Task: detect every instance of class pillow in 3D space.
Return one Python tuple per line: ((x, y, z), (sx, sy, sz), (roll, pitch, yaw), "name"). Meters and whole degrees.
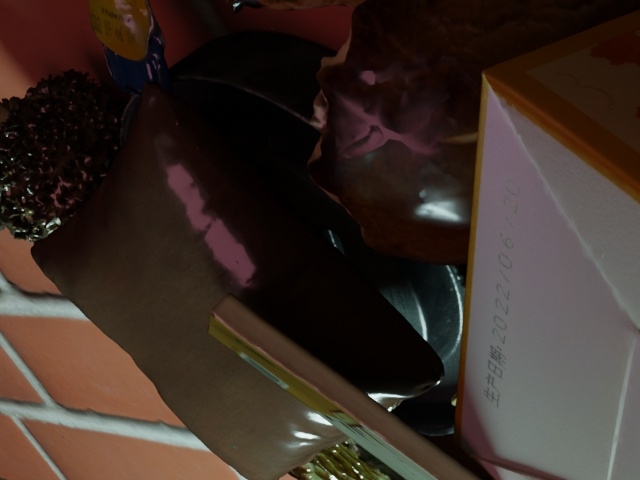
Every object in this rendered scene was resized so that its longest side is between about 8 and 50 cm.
((-0.081, 0.051, 1.164), (0.305, 0.108, 0.308), (46, 143, -1), "pillow")

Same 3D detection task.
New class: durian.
((-0.224, -0.061, 1.339), (0.196, 0.167, 0.196), (33, 174, 4), "durian")

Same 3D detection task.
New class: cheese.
((-0.162, -0.229, 1.068), (0.177, 0.069, 0.270), (23, 132, 47), "cheese")

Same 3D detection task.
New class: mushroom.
((0.073, -0.133, 0.883), (0.301, 0.233, 0.208), (60, 180, 15), "mushroom")

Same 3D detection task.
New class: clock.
((0.000, 0.000, 1.197), (0.386, 0.076, 0.386), (31, 148, 22), "clock")

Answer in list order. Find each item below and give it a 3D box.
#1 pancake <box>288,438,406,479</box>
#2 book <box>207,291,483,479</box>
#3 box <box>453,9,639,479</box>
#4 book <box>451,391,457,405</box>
((0.046, 0.222, 1.383), (0.427, 0.067, 0.305), (29, 161, 27), "pancake")
((0.047, 0.137, 0.961), (0.295, 0.020, 0.208), (37, 171, 0), "book")
((0.232, 0.053, 0.761), (0.259, 0.214, 0.283), (44, 148, 39), "box")
((0.207, 0.105, 1.057), (0.168, 0.013, 0.192), (19, 146, -9), "book")
